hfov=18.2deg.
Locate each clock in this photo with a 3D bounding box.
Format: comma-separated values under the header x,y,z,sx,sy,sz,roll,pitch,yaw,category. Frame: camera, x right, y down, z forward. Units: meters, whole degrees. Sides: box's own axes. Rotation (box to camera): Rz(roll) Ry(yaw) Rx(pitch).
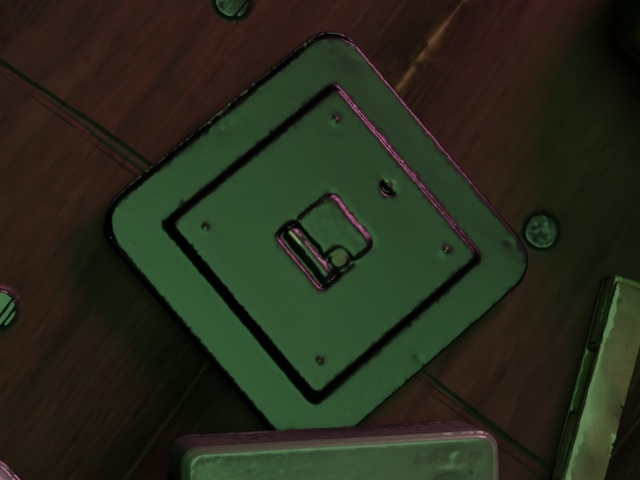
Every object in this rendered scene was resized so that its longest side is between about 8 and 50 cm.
x,y,z,sx,sy,sz,roll,pitch,yaw,category
0.000,0.000,1.673,0.273,0.049,0.279,-41,91,-14,clock

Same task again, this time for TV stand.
x,y,z,sx,sy,sz,roll,pitch,yaw,category
0.231,0.149,1.697,0.036,0.042,0.249,20,78,-12,TV stand

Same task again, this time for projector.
x,y,z,sx,sy,sz,roll,pitch,yaw,category
0.009,0.246,1.597,0.256,0.099,0.192,-2,92,-13,projector

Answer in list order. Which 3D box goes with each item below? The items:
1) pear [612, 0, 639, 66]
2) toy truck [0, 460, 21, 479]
x,y,z,sx,sy,sz,roll,pitch,yaw,category
0.410,-0.216,1.691,0.321,0.269,0.269,-28,87,4,pear
-0.316,0.280,1.509,0.268,0.155,0.124,-40,90,-15,toy truck
